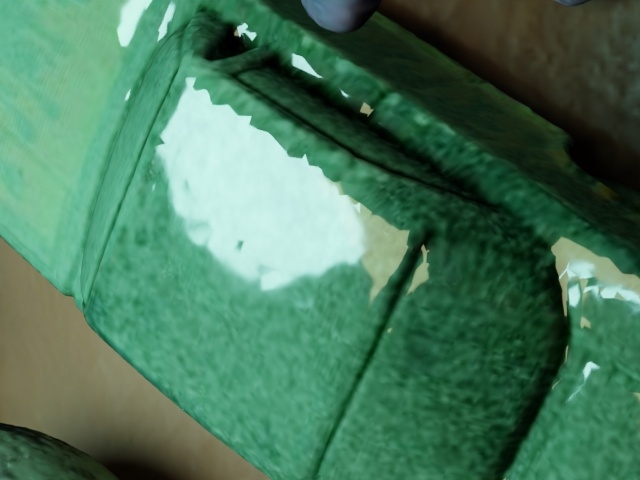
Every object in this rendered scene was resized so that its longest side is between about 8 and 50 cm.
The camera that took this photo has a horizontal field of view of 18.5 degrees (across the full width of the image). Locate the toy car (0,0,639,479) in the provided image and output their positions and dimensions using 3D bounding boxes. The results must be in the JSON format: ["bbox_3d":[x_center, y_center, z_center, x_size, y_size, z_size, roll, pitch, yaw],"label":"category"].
[{"bbox_3d":[0.000,0.000,0.593,0.320,0.097,0.141,37,117,27],"label":"toy car"}]

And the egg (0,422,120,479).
[{"bbox_3d":[-0.105,0.141,0.677,0.172,0.132,0.132,45,122,11],"label":"egg"}]

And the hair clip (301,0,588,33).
[{"bbox_3d":[-0.016,-0.177,0.575,0.278,0.090,0.137,55,145,19],"label":"hair clip"}]
